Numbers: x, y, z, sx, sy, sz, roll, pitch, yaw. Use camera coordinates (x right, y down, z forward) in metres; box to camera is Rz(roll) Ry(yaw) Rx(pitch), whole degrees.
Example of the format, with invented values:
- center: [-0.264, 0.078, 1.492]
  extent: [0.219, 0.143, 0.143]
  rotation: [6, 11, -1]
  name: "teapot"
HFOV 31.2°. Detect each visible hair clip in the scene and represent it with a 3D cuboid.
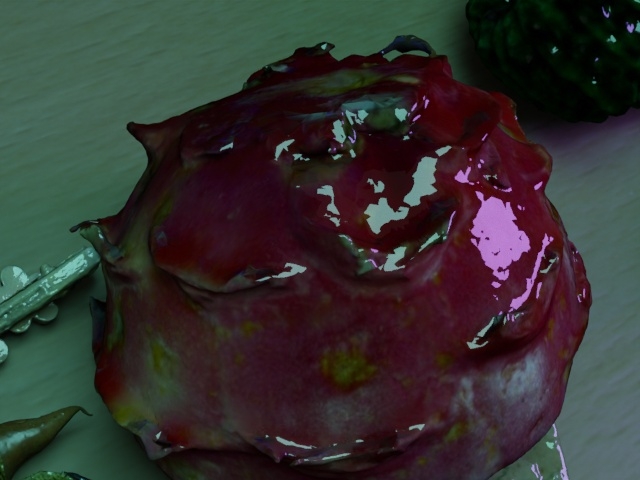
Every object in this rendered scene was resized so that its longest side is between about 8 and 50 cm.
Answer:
- center: [-0.259, 0.068, 0.880]
  extent: [0.214, 0.056, 0.062]
  rotation: [-37, 92, -20]
  name: "hair clip"

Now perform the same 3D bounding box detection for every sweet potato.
- center: [-0.251, 0.169, 0.820]
  extent: [0.195, 0.056, 0.056]
  rotation: [-30, 72, -27]
  name: "sweet potato"

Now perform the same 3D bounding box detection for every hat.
- center: [0.329, -0.212, 1.097]
  extent: [0.332, 0.274, 0.242]
  rotation: [27, 42, -29]
  name: "hat"

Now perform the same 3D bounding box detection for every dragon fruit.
- center: [0.000, 0.000, 0.820]
  extent: [0.386, 0.249, 0.371]
  rotation: [-6, 42, 6]
  name: "dragon fruit"

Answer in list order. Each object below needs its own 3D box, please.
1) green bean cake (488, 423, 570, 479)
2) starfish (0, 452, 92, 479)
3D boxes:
- center: [0.132, 0.187, 0.877]
  extent: [0.085, 0.109, 0.179]
  rotation: [-1, 61, -15]
  name: "green bean cake"
- center: [-0.238, 0.204, 0.771]
  extent: [0.208, 0.053, 0.176]
  rotation: [30, 82, -15]
  name: "starfish"
